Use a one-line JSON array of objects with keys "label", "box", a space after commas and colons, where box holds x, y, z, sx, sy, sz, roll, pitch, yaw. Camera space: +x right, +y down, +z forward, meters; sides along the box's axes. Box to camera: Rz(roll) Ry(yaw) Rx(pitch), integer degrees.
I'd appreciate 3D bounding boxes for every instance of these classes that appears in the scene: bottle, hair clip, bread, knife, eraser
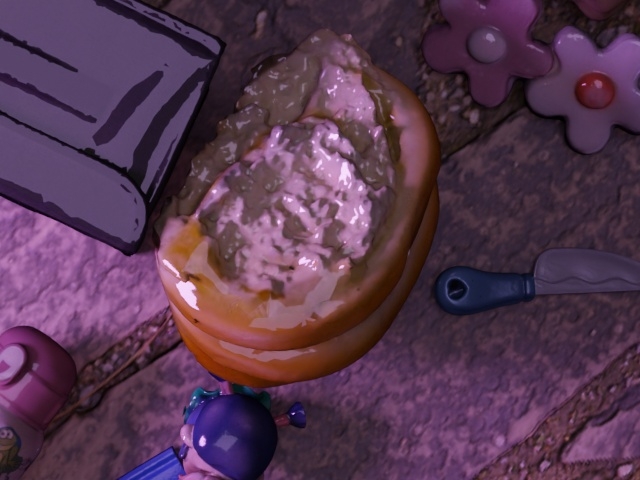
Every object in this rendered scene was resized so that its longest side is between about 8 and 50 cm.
[{"label": "bottle", "box": [-0.336, 0.194, 1.556, 0.120, 0.120, 0.253, 38, 85, -3]}, {"label": "hair clip", "box": [0.226, -0.179, 1.639, 0.257, 0.075, 0.146, 21, 130, -10]}, {"label": "bread", "box": [0.000, 0.000, 1.521, 0.211, 0.270, 0.315, 25, 63, 22]}, {"label": "knife", "box": [0.235, 0.037, 1.666, 0.244, 0.032, 0.058, -7, 79, -10]}, {"label": "eraser", "box": [-0.168, 0.253, 1.614, 0.085, 0.027, 0.063, -30, 92, -6]}]

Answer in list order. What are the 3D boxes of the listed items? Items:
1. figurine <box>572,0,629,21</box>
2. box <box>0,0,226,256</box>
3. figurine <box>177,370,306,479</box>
[{"label": "figurine", "box": [0.276, -0.348, 1.614, 0.177, 0.173, 0.247, -20, 104, -2]}, {"label": "box", "box": [-0.285, -0.147, 1.513, 0.345, 0.251, 0.204, 26, 85, -5]}, {"label": "figurine", "box": [-0.092, 0.223, 1.570, 0.111, 0.102, 0.195, 28, 56, -25]}]
